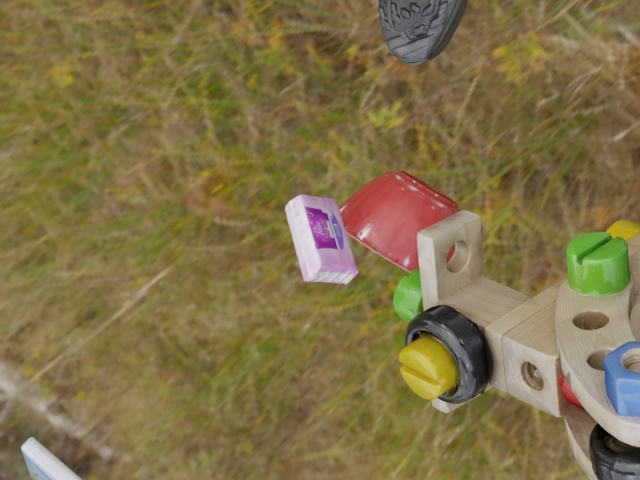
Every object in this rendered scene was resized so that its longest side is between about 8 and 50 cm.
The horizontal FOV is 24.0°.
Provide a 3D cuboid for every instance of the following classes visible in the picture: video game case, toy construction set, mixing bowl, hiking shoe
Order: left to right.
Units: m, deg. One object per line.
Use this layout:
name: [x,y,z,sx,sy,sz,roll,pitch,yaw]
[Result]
video game case: [-0.285,0.346,1.891,0.212,0.023,0.193,39,159,12]
mixing bowl: [0.112,-0.026,1.900,0.181,0.181,0.098,32,97,11]
hiking shoe: [0.123,-0.246,1.256,0.086,0.114,0.227,16,87,38]
toy construction set: [0.188,0.067,0.912,0.237,0.257,0.309,14,150,43]

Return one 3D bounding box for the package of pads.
package of pads: [0.000,0.000,1.409,0.032,0.050,0.083,-39,56,40]
